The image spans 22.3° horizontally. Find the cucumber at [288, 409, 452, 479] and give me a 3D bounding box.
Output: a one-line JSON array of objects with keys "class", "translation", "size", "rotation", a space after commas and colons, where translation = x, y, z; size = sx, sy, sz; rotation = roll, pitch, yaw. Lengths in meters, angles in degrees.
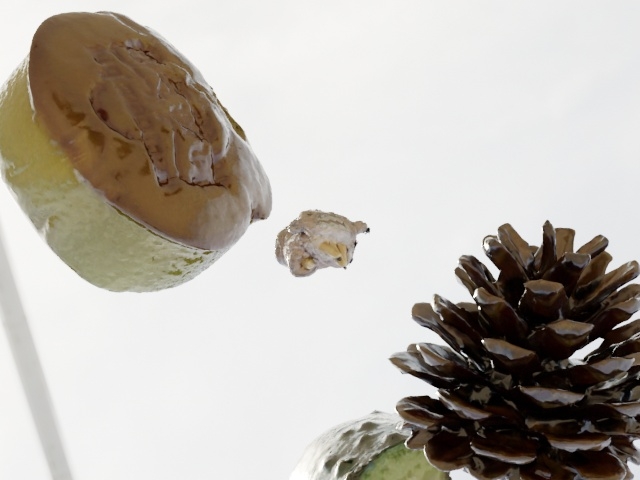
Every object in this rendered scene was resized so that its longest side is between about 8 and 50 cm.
[{"class": "cucumber", "translation": [0.030, 0.224, 1.543], "size": [0.105, 0.145, 0.325], "rotation": [19, 174, -10]}]

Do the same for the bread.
[{"class": "bread", "translation": [-0.170, -0.079, 1.456], "size": [0.148, 0.270, 0.270], "rotation": [-41, -164, 29]}]

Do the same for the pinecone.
[{"class": "pinecone", "translation": [0.149, 0.080, 1.122], "size": [0.207, 0.208, 0.208], "rotation": [-9, -151, 5]}]

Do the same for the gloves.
[{"class": "gloves", "translation": [-0.009, 0.002, 2.302], "size": [0.144, 0.094, 0.110], "rotation": [-11, 180, 43]}]
